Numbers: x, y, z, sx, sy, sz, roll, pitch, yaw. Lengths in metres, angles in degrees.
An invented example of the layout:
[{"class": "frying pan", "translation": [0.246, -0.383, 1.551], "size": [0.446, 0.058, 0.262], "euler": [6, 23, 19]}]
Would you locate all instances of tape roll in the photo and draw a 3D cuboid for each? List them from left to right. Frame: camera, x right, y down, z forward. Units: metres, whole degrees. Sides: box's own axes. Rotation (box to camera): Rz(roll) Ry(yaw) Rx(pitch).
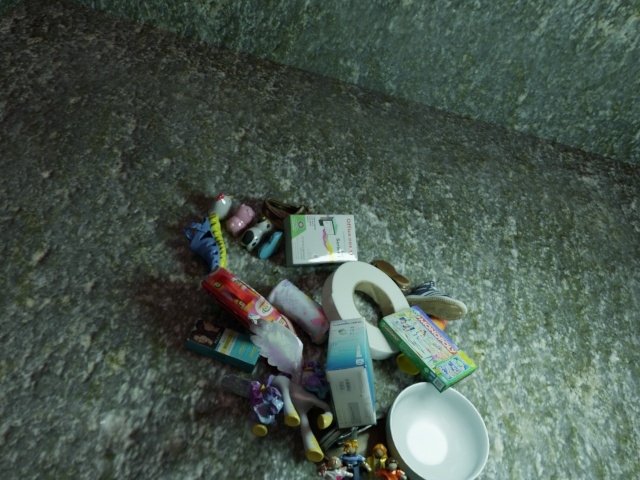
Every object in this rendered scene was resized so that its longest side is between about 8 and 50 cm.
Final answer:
[{"class": "tape roll", "translation": [0.180, 0.254, 1.980], "size": [0.392, 0.072, 0.391], "euler": [25, 42, -25]}]

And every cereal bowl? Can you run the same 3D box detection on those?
[{"class": "cereal bowl", "translation": [0.362, 0.645, 1.724], "size": [0.339, 0.141, 0.338], "euler": [10, 46, -10]}]

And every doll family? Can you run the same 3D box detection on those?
[{"class": "doll family", "translation": [0.121, 0.689, 1.596], "size": [0.263, 0.118, 0.163], "euler": [2, 91, -2]}]

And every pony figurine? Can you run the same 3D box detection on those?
[{"class": "pony figurine", "translation": [-0.114, 0.459, 1.637], "size": [0.351, 0.302, 0.363], "euler": [28, 20, -11]}]

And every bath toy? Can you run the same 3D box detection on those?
[{"class": "bath toy", "translation": [-0.312, -0.081, 2.178], "size": [0.348, 0.129, 0.151], "euler": [36, 49, 17]}]

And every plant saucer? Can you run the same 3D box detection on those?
[{"class": "plant saucer", "translation": [0.085, 0.610, 1.737], "size": [0.278, 0.041, 0.277], "euler": [9, 47, -9]}]

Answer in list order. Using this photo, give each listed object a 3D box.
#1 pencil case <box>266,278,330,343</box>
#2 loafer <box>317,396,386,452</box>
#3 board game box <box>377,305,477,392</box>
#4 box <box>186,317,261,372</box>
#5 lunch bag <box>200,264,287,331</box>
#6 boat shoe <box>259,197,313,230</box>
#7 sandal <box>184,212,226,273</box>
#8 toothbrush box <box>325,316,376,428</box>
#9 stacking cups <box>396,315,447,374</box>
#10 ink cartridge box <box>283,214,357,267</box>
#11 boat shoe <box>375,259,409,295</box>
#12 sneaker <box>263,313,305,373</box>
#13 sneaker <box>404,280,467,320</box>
[{"class": "pencil case", "translation": [-0.067, 0.262, 1.956], "size": [0.273, 0.124, 0.113], "euler": [36, 5, 14]}, {"class": "loafer", "translation": [0.106, 0.592, 1.672], "size": [0.268, 0.096, 0.084], "euler": [-26, 67, -37]}, {"class": "board game box", "translation": [0.380, 0.375, 1.884], "size": [0.214, 0.046, 0.317], "euler": [-11, 48, -45]}, {"class": "box", "translation": [-0.326, 0.358, 1.819], "size": [0.245, 0.060, 0.100], "euler": [20, 46, 0]}, {"class": "lunch bag", "translation": [-0.265, 0.208, 1.809], "size": [0.293, 0.258, 0.120], "euler": [32, 73, 30]}, {"class": "boat shoe", "translation": [-0.092, -0.090, 2.259], "size": [0.342, 0.123, 0.123], "euler": [25, 46, 5]}, {"class": "sandal", "translation": [-0.442, 0.025, 2.054], "size": [0.138, 0.126, 0.317], "euler": [-7, 43, -19]}, {"class": "toothbrush box", "translation": [0.100, 0.410, 1.683], "size": [0.126, 0.216, 0.295], "euler": [-8, 21, 8]}, {"class": "stacking cups", "translation": [0.397, 0.376, 2.026], "size": [0.096, 0.096, 0.316], "euler": [34, 44, 13]}, {"class": "ink cartridge box", "translation": [0.000, 0.000, 2.159], "size": [0.279, 0.117, 0.201], "euler": [-1, 80, -19]}, {"class": "boat shoe", "translation": [0.289, 0.156, 2.191], "size": [0.073, 0.073, 0.207], "euler": [-6, 32, -26]}, {"class": "sneaker", "translation": [-0.150, 0.362, 1.857], "size": [0.128, 0.087, 0.221], "euler": [-11, 52, -28]}, {"class": "sneaker", "translation": [0.467, 0.232, 2.088], "size": [0.282, 0.099, 0.153], "euler": [1, 22, 43]}]
